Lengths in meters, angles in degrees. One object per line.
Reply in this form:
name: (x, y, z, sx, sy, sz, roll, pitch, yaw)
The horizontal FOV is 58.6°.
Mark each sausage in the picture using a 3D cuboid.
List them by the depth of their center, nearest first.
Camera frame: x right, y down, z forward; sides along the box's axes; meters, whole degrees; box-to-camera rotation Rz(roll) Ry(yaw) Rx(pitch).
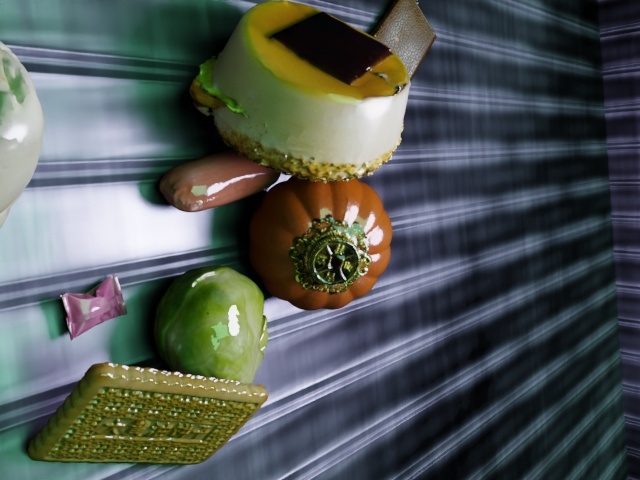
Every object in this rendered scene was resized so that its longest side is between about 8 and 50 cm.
sausage: (-0.138, -0.090, 0.811, 0.194, 0.077, 0.077, -26, 109, -41)

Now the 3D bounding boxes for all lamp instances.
lamp: (0.000, 0.000, 0.867, 0.223, 0.196, 0.223, -4, 109, -12)

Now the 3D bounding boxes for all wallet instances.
wallet: (0.152, -0.384, 1.136, 0.133, 0.039, 0.243, 46, 59, -28)

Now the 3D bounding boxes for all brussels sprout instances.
brussels sprout: (-0.150, 0.124, 0.766, 0.145, 0.131, 0.183, 23, 73, -67)

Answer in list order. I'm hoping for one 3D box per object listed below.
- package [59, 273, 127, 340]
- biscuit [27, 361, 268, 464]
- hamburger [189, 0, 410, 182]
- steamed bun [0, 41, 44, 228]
package: (-0.278, 0.080, 0.700, 0.083, 0.029, 0.059, -25, 112, -52)
biscuit: (-0.199, 0.226, 0.703, 0.254, 0.029, 0.172, 21, 119, -43)
hamburger: (-0.018, -0.203, 0.807, 0.276, 0.294, 0.179, -54, 171, -47)
steamed bun: (-0.411, -0.075, 0.418, 0.394, 0.237, 0.346, 17, 45, -13)
